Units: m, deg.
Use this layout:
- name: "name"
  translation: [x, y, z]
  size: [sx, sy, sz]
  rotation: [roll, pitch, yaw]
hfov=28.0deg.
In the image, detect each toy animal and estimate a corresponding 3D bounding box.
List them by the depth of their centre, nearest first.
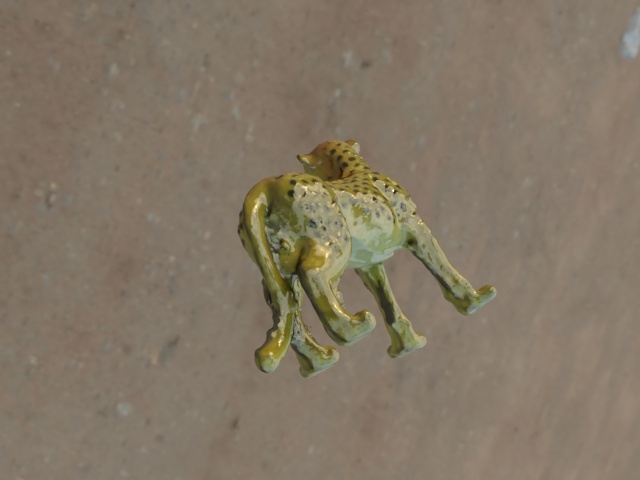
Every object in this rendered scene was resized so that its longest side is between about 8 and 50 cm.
- name: "toy animal"
  translation: [0.000, 0.000, 0.682]
  size: [0.073, 0.136, 0.181]
  rotation: [-41, 162, 32]
